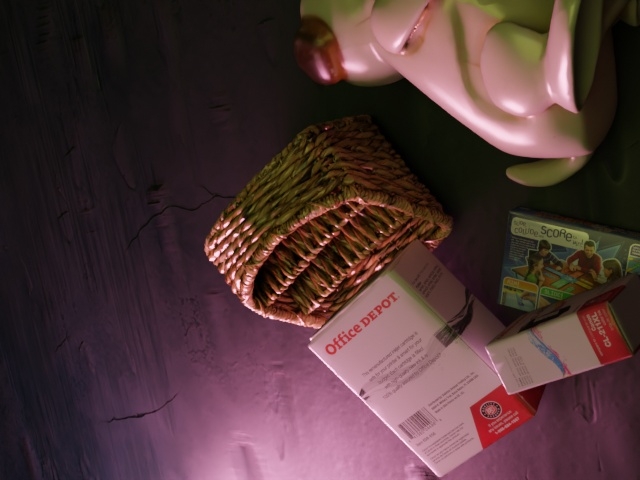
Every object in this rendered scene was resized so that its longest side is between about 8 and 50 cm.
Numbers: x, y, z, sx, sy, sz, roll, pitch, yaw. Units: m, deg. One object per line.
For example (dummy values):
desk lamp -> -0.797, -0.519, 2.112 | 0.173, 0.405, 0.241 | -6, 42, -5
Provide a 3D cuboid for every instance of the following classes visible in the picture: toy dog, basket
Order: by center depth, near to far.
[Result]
toy dog -> 0.167, -0.275, 1.088 | 0.408, 0.284, 0.395 | 20, 150, 27
basket -> 0.000, 0.000, 1.281 | 0.223, 0.213, 0.299 | 53, 126, 11

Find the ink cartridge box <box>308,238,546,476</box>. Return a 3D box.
ink cartridge box -> 0.149, 0.165, 1.251 | 0.273, 0.114, 0.197 | 45, 125, -1

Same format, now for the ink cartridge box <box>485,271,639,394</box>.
ink cartridge box -> 0.311, 0.116, 1.106 | 0.175, 0.127, 0.072 | -27, 89, 37

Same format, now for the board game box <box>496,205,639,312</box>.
board game box -> 0.338, 0.042, 1.169 | 0.201, 0.035, 0.136 | 16, 112, 30
